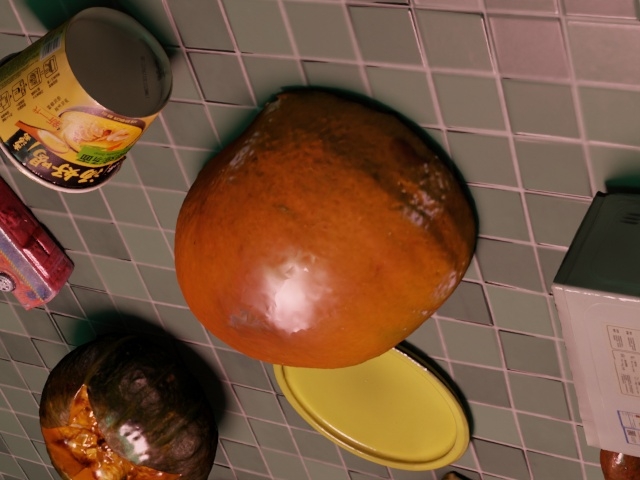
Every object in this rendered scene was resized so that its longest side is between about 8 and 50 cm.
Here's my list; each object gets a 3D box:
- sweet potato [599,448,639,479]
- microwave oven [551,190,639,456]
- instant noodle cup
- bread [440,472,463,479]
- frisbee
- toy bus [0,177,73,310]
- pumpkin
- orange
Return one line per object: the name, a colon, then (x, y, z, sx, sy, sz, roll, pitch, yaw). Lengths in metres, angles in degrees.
sweet potato: (0.294, 0.202, 1.375, 0.049, 0.049, 0.117, 13, 136, 25)
microwave oven: (0.292, 0.076, 1.166, 0.162, 0.122, 0.208, 8, 138, 30)
instant noodle cup: (-0.215, -0.133, 1.293, 0.151, 0.151, 0.122, 44, 137, -14)
bread: (0.068, 0.425, 1.537, 0.077, 0.361, 0.138, 31, 146, 14)
frisbee: (0.054, 0.171, 1.544, 0.236, 0.017, 0.236, 21, 143, 17)
toy bus: (-0.361, -0.007, 1.611, 0.077, 0.065, 0.192, -14, 124, 37)
pumpkin: (-0.226, 0.219, 1.692, 0.238, 0.159, 0.238, 19, 123, 31)
orange: (-0.003, -0.001, 1.328, 0.310, 0.274, 0.274, -39, 107, 21)
